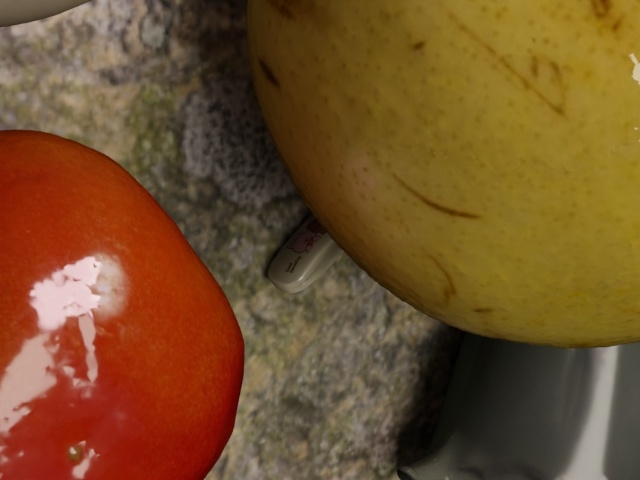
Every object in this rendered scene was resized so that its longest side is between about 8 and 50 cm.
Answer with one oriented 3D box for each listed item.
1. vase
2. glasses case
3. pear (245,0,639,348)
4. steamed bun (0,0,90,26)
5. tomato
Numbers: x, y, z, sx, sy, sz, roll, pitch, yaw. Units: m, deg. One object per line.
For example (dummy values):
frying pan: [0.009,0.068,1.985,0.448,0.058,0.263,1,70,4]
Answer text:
vase: [0.187,0.041,1.063,0.251,0.156,0.301,12,89,-28]
glasses case: [0.000,0.000,0.962,0.083,0.032,0.021,-48,132,-19]
pear: [0.131,-0.110,0.849,0.348,0.348,0.348,-13,111,-37]
steamed bun: [-0.134,-0.265,0.577,0.334,0.334,0.374,15,92,-42]
tomato: [-0.158,0.074,0.756,0.259,0.180,0.260,-11,108,-35]
